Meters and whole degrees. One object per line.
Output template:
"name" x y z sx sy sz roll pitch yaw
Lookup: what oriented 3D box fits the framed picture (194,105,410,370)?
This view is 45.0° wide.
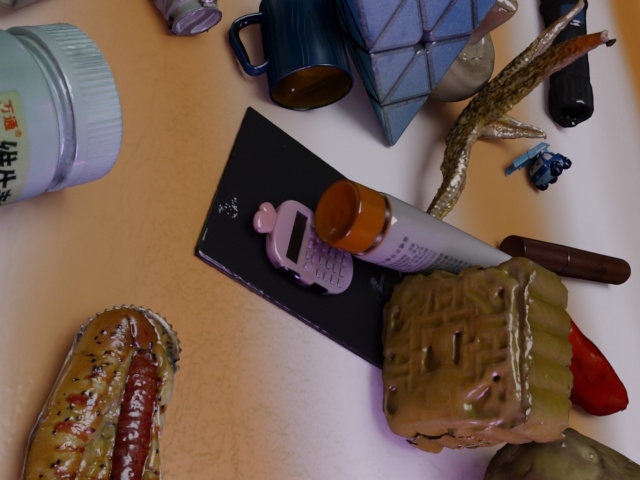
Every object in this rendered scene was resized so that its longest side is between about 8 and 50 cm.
"framed picture" 0.000 0.000 1.021 0.324 0.013 0.244 35 51 -27

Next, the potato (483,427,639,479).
"potato" 0.324 0.356 1.003 0.300 0.289 0.237 -28 71 -12

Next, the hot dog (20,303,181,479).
"hot dog" -0.196 0.175 0.713 0.131 0.069 0.253 27 53 -30

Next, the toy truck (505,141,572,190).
"toy truck" 0.401 -0.131 1.425 0.074 0.063 0.136 47 44 12

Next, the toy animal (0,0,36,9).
"toy animal" -0.247 -0.432 0.820 0.188 0.308 0.266 46 35 5

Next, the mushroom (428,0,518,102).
"mushroom" 0.219 -0.336 1.238 0.207 0.215 0.207 15 64 -32

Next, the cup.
"cup" -0.035 -0.268 1.042 0.150 0.113 0.138 7 64 -43

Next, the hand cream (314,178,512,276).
"hand cream" 0.138 0.009 1.036 0.314 0.139 0.089 25 63 -39

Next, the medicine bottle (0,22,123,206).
"medicine bottle" -0.339 -0.090 0.642 0.318 0.158 0.158 -22 86 -46

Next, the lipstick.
"lipstick" 0.447 0.039 1.388 0.356 0.057 0.057 10 64 -40

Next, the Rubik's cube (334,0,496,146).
"Rubik's cube" 0.103 -0.318 1.113 0.233 0.228 0.229 30 61 -21

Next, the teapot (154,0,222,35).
"teapot" -0.175 -0.366 0.962 0.077 0.107 0.200 -14 81 -49

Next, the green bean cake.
"green bean cake" 0.190 0.144 0.969 0.131 0.224 0.230 27 60 -42

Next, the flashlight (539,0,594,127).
"flashlight" 0.531 -0.427 1.658 0.103 0.103 0.424 26 56 -32

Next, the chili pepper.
"chili pepper" 0.401 0.194 1.241 0.387 0.110 0.110 38 49 -31

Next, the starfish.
"starfish" 0.297 -0.193 1.214 0.132 0.384 0.398 46 27 5

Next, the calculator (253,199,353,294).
"calculator" -0.021 0.007 0.973 0.166 0.024 0.103 35 51 -29
